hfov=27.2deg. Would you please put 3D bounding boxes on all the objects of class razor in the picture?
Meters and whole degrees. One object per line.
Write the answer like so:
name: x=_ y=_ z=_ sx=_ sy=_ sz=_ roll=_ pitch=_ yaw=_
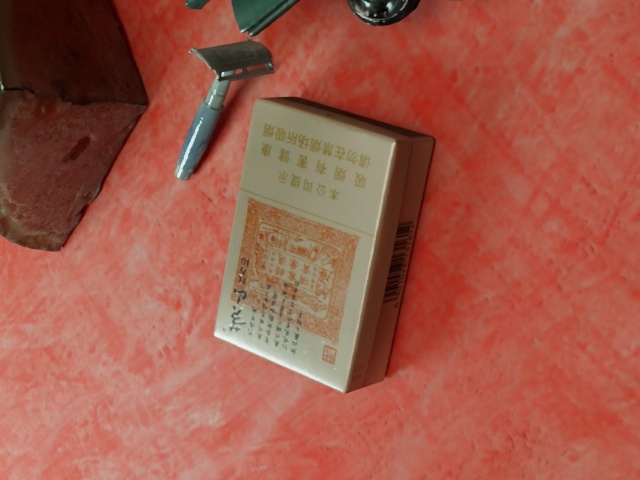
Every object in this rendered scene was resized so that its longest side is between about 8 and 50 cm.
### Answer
razor: x=-0.092 y=-0.101 z=1.088 sx=0.040 sy=0.068 sz=0.135 roll=48 pitch=132 yaw=25

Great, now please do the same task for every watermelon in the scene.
watermelon: x=-0.251 y=-0.147 z=1.142 sx=0.260 sy=0.176 sz=0.256 roll=65 pitch=163 yaw=9

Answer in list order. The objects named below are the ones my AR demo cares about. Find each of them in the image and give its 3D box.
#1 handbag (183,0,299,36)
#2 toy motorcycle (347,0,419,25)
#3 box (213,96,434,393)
handbag: x=-0.012 y=-0.319 z=0.913 sx=0.274 sy=0.100 sz=0.269 roll=-29 pitch=55 yaw=39
toy motorcycle: x=0.095 y=-0.251 z=0.915 sx=0.225 sy=0.073 sz=0.152 roll=-21 pitch=87 yaw=30
box: x=0.000 y=0.000 z=1.023 sx=0.141 sy=0.058 sz=0.201 roll=21 pitch=108 yaw=32
